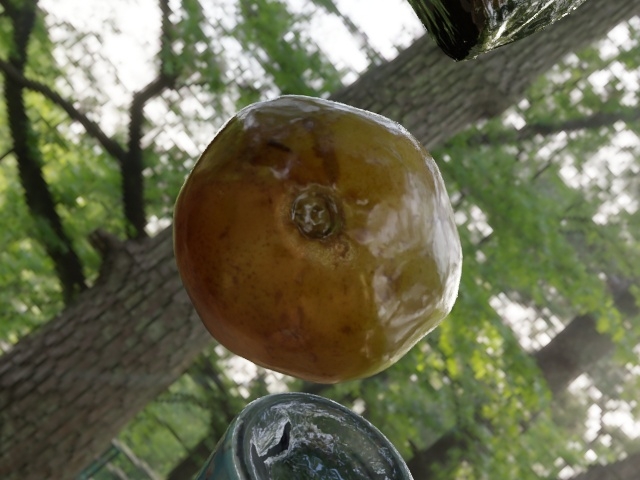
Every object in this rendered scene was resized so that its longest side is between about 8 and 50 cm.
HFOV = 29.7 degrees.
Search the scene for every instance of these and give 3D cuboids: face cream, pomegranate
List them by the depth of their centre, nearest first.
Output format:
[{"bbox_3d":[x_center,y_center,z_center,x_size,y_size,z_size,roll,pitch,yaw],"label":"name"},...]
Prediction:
[{"bbox_3d":[-0.047,0.159,0.468,0.075,0.075,0.229,46,-55,22],"label":"face cream"},{"bbox_3d":[0.000,0.000,1.071,0.264,0.264,0.264,48,-11,12],"label":"pomegranate"}]

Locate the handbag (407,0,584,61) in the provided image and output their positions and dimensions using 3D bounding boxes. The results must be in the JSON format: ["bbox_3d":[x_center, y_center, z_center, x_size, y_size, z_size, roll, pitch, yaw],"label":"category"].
[{"bbox_3d":[0.112,-0.268,0.816,0.254,0.181,0.181,58,-5,5],"label":"handbag"}]
